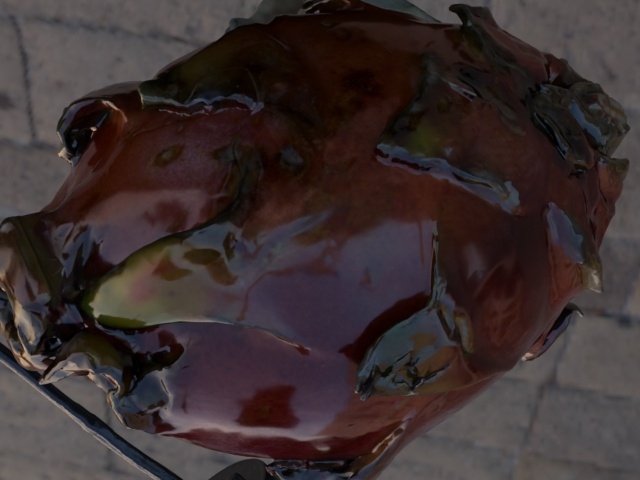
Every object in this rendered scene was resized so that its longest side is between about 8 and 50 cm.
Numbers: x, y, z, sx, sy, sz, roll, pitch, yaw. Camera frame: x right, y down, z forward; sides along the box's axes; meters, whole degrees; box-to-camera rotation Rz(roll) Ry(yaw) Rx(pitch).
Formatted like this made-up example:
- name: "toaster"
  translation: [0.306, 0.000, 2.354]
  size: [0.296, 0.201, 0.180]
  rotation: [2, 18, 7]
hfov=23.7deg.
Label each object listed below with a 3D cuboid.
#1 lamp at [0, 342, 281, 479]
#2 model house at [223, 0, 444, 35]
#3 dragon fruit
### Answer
- name: "lamp"
  translation: [-0.208, 0.118, 1.053]
  size: [0.371, 0.130, 0.108]
  rotation: [30, 113, -9]
- name: "model house"
  translation: [0.011, -0.025, 1.219]
  size: [0.298, 0.284, 0.243]
  rotation: [34, 142, 7]
- name: "dragon fruit"
  translation: [-0.003, 0.002, 0.770]
  size: [0.250, 0.315, 0.250]
  rotation: [36, 146, 29]
